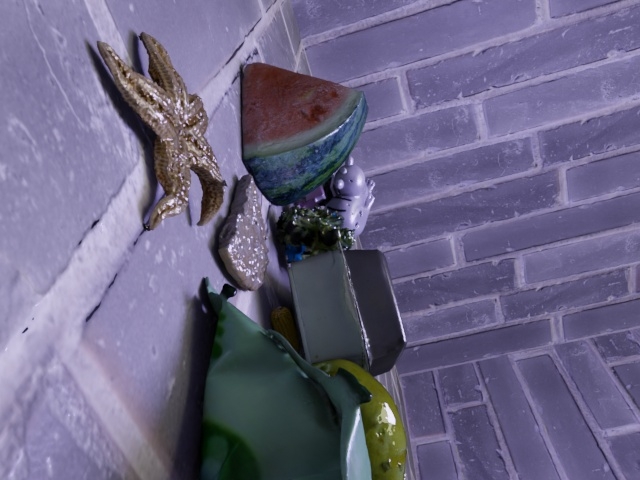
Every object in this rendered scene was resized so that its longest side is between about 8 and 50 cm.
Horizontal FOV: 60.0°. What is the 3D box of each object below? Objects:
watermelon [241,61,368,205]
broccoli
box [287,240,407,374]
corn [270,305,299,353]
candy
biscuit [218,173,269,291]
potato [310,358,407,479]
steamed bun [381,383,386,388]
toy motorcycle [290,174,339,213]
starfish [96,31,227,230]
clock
[{"bbox_3d":[-0.052,-0.233,1.101,0.292,0.283,0.250,47,1,-16],"label":"watermelon"},{"bbox_3d":[0.000,0.000,1.080,0.160,0.155,0.167,140,-70,-80],"label":"broccoli"},{"bbox_3d":[0.040,0.145,0.968,0.290,0.166,0.220,90,-11,-68],"label":"box"},{"bbox_3d":[-0.058,0.151,0.914,0.037,0.037,0.092,-72,148,-75],"label":"corn"},{"bbox_3d":[-0.053,0.215,0.557,0.398,0.172,0.262,-131,-149,-61],"label":"candy"},{"bbox_3d":[-0.108,-0.001,0.845,0.250,0.032,0.133,-91,166,-62],"label":"biscuit"},{"bbox_3d":[0.032,0.292,0.777,0.149,0.186,0.253,-25,99,-37],"label":"potato"},{"bbox_3d":[0.152,0.477,1.584,0.112,0.091,0.129,-80,158,-60],"label":"steamed bun"},{"bbox_3d":[-0.008,-0.092,1.361,0.188,0.143,0.327,66,25,-13],"label":"toy motorcycle"},{"bbox_3d":[-0.171,-0.129,0.622,0.277,0.062,0.235,-89,158,-47],"label":"starfish"},{"bbox_3d":[0.055,-0.088,1.235,0.117,0.080,0.176,45,61,-52],"label":"clock"}]
